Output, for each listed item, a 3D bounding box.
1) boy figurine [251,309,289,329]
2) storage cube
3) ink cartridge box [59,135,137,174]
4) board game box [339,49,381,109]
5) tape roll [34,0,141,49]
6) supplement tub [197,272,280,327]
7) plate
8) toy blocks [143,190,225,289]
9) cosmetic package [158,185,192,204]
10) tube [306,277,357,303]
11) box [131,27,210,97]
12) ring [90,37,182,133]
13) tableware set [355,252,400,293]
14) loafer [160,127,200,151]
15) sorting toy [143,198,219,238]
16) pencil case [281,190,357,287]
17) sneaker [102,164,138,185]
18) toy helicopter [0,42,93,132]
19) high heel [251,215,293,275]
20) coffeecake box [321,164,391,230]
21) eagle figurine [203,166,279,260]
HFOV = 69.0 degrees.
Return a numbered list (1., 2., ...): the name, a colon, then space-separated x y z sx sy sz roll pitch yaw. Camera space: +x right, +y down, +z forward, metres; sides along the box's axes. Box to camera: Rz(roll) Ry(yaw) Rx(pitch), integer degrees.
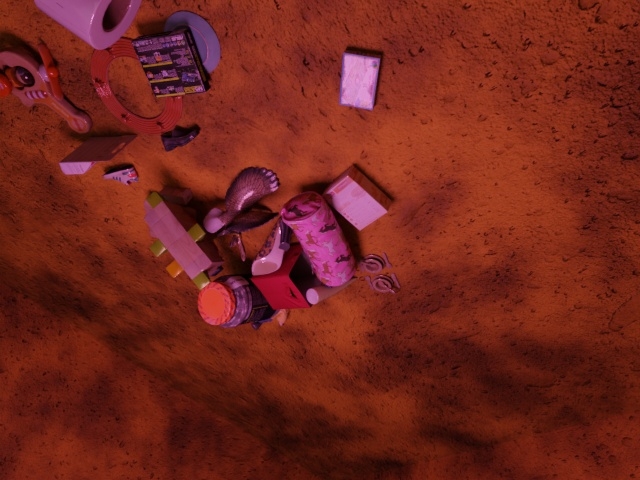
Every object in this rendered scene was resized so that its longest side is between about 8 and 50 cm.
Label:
1. boy figurine: -0.221 0.324 2.123 0.285 0.092 0.177 -27 114 41
2. storage cube: -0.122 0.144 1.839 0.193 0.215 0.183 -8 127 35
3. ink cartridge box: -0.801 -0.314 1.705 0.232 0.189 0.066 5 132 16
4. board game box: 0.111 -0.455 1.328 0.103 0.026 0.154 14 134 10
5. tape roll: -0.624 -0.677 1.268 0.169 0.246 0.246 35 134 -10
6. supplement tub: -0.318 0.238 1.886 0.207 0.338 0.207 -1 88 28
7. plate: -0.393 -0.590 1.408 0.188 0.024 0.188 10 133 11
8. toy blocks: -0.491 0.002 1.771 0.191 0.261 0.381 -40 85 5
9. cosmetic package: -0.569 -0.177 1.828 0.115 0.060 0.041 7 131 14
10. tube: 0.047 0.190 1.818 0.070 0.240 0.062 18 110 37
11. box: -0.457 -0.539 1.430 0.191 0.045 0.184 0 132 19
12. ring: -0.625 -0.507 1.571 0.337 0.032 0.336 11 134 12
13. tableware set: 0.222 0.136 1.811 0.128 0.039 0.194 -10 126 29
14. loafer: -0.496 -0.363 1.631 0.170 0.062 0.061 -14 119 29
15. sorting toy: -0.566 -0.067 1.934 0.307 0.041 0.229 13 141 -3
16. pencil case: 0.000 0.000 1.661 0.160 0.167 0.386 46 167 46
17. sneaker: -0.794 -0.249 1.853 0.161 0.057 0.075 -8 121 24
18. toy helicopter: -0.959 -0.527 1.646 0.235 0.140 0.355 -26 128 27
19. high heel: -0.177 0.013 1.752 0.093 0.186 0.261 27 133 -23
20. coffeecake box: 0.122 -0.142 1.578 0.185 0.068 0.142 40 134 -16
21. eagle figurine: -0.269 -0.103 1.693 0.226 0.225 0.298 44 144 3
